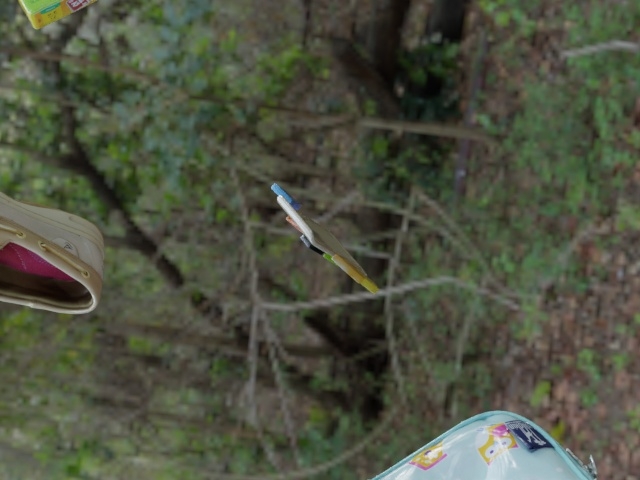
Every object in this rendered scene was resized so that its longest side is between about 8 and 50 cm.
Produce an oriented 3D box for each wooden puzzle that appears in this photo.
[{"bbox_3d":[0.000,0.000,1.071,0.014,0.078,0.116,-47,33,7],"label":"wooden puzzle"}]

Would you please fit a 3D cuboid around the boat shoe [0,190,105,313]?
[{"bbox_3d":[-0.201,0.005,0.801,0.063,0.170,0.059,-53,38,35],"label":"boat shoe"}]

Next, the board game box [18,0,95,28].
[{"bbox_3d":[-0.194,-0.274,0.904,0.259,0.124,0.039,59,169,10],"label":"board game box"}]

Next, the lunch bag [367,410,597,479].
[{"bbox_3d":[0.104,0.260,1.031,0.108,0.279,0.224,63,171,-30],"label":"lunch bag"}]
